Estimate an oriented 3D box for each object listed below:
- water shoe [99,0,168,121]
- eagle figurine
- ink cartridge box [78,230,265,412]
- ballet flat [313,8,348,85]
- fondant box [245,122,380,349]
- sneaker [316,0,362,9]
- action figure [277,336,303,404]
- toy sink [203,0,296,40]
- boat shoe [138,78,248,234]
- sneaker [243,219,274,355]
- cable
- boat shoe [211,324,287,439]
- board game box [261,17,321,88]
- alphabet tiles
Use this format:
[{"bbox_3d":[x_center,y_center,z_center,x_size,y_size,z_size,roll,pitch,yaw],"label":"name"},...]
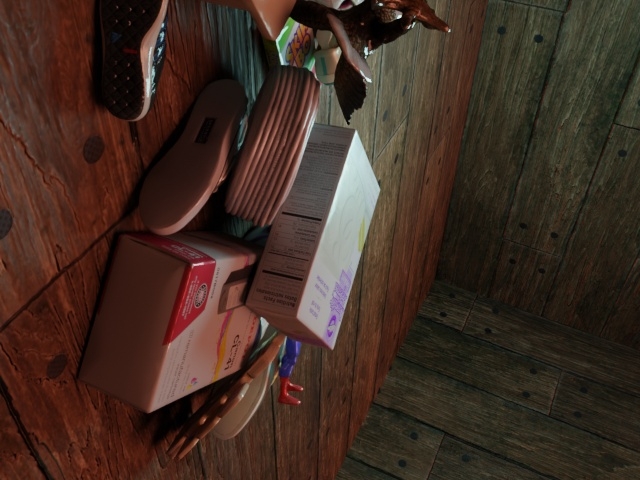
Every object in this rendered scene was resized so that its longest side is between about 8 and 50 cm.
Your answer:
[{"bbox_3d":[-0.214,-0.243,0.790,0.080,0.072,0.203,-85,-169,-69],"label":"water shoe"},{"bbox_3d":[0.043,-0.305,0.999,0.225,0.298,0.226,7,80,-36],"label":"eagle figurine"},{"bbox_3d":[-0.202,0.107,1.051,0.306,0.131,0.226,-5,113,-69],"label":"ink cartridge box"},{"bbox_3d":[0.028,-0.388,1.272,0.248,0.086,0.086,-81,174,-45],"label":"ballet flat"},{"bbox_3d":[0.000,0.000,1.182,0.238,0.096,0.330,55,51,-64],"label":"fondant box"},{"bbox_3d":[0.051,-0.492,1.258,0.252,0.103,0.111,-37,146,-50],"label":"sneaker"},{"bbox_3d":[-0.019,0.192,1.389,0.091,0.139,0.280,-82,172,-74],"label":"action figure"},{"bbox_3d":[-0.116,-0.377,0.813,0.153,0.131,0.234,-67,159,-12],"label":"toy sink"},{"bbox_3d":[-0.173,-0.110,0.984,0.088,0.096,0.268,76,26,-58],"label":"boat shoe"},{"bbox_3d":[-0.133,0.098,1.332,0.152,0.114,0.305,117,-2,-72],"label":"sneaker"},{"bbox_3d":[-0.076,-0.151,1.061,0.257,0.089,0.257,153,-45,-75],"label":"cable"},{"bbox_3d":[-0.141,0.275,1.436,0.091,0.109,0.305,57,50,-62],"label":"boat shoe"},{"bbox_3d":[-0.049,-0.326,1.222,0.259,0.039,0.124,74,38,-57],"label":"board game box"},{"bbox_3d":[-0.171,0.276,1.236,0.284,0.021,0.278,-46,-177,15],"label":"alphabet tiles"}]
